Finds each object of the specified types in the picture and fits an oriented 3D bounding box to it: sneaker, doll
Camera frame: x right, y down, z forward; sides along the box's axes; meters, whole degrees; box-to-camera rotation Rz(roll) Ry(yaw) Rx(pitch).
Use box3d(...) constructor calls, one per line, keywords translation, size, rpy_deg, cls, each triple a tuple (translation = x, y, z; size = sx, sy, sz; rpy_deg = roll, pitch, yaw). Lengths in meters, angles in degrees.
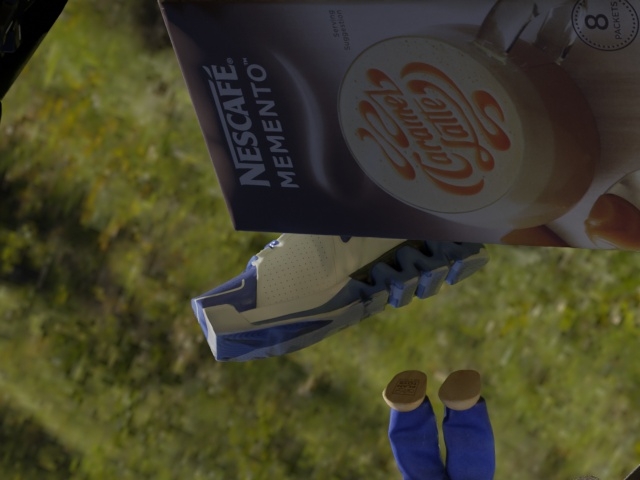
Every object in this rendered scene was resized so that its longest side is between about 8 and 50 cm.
box3d(translation=(0.001, 0.000, 1.843), size=(0.315, 0.127, 0.182), rpy_deg=(-19, -107, -14), cls="sneaker")
box3d(translation=(0.082, 0.179, 1.211), size=(0.129, 0.189, 0.046), rpy_deg=(-2, -153, 13), cls="doll")

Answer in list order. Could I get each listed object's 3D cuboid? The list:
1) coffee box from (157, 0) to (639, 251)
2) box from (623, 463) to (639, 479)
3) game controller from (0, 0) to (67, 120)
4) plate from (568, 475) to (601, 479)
box3d(translation=(0.068, -0.078, 0.811), size=(0.246, 0.141, 0.098), rpy_deg=(3, -141, 25), cls="coffee box")
box3d(translation=(0.233, 0.081, 0.754), size=(0.307, 0.242, 0.076), rpy_deg=(-39, -113, -19), cls="box")
box3d(translation=(-0.079, -0.158, 0.426), size=(0.067, 0.319, 0.166), rpy_deg=(25, -134, 10), cls="game controller")
box3d(translation=(0.164, 0.278, 1.022), size=(0.278, 0.045, 0.277), rpy_deg=(-10, -129, -46), cls="plate")
